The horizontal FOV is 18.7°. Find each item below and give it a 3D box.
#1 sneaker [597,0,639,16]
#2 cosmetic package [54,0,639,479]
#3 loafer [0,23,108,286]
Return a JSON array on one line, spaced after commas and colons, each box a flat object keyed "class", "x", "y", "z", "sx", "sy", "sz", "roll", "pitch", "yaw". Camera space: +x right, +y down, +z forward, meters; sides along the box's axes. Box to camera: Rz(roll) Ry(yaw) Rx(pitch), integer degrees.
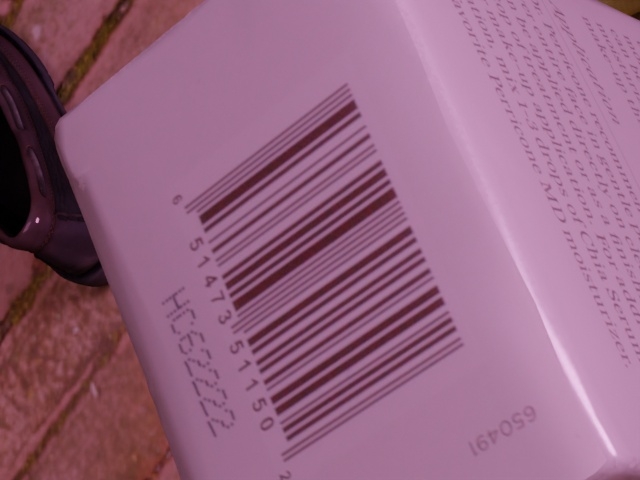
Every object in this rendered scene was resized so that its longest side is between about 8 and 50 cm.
[{"class": "sneaker", "x": 0.254, "y": -0.202, "z": 0.956, "sx": 0.385, "sy": 0.145, "sz": 0.147, "roll": -39, "pitch": 87, "yaw": 38}, {"class": "cosmetic package", "x": 0.125, "y": 0.040, "z": 0.812, "sx": 0.161, "sy": 0.453, "sz": 0.230, "roll": -36, "pitch": 62, "yaw": 28}, {"class": "loafer", "x": -0.237, "y": -0.081, "z": 1.332, "sx": 0.302, "sy": 0.095, "sz": 0.109, "roll": 42, "pitch": 108, "yaw": 34}]
